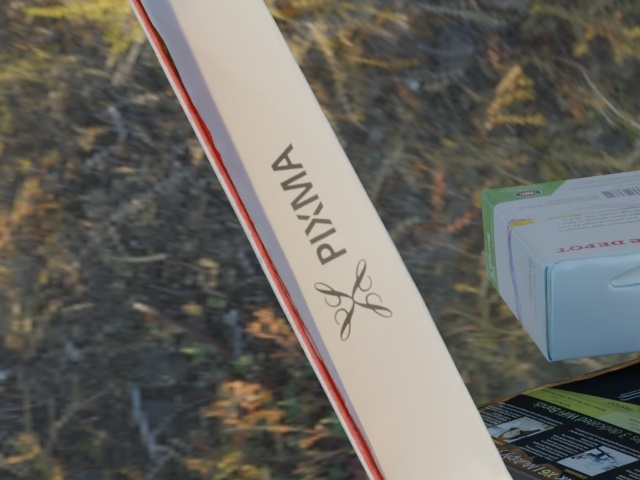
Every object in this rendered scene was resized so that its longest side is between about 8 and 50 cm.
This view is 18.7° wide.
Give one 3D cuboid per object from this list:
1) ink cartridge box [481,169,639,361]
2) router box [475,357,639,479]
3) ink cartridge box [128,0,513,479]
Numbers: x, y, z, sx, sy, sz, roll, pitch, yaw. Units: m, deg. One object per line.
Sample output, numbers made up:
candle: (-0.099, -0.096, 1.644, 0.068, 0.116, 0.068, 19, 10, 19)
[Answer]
ink cartridge box: (0.234, 0.018, 1.624, 0.154, 0.212, 0.093, -7, 107, -8)
router box: (0.247, 0.175, 1.420, 0.243, 0.309, 0.081, -13, 104, -27)
ink cartridge box: (0.000, 0.000, 0.851, 0.060, 0.239, 0.275, -27, 86, -3)
